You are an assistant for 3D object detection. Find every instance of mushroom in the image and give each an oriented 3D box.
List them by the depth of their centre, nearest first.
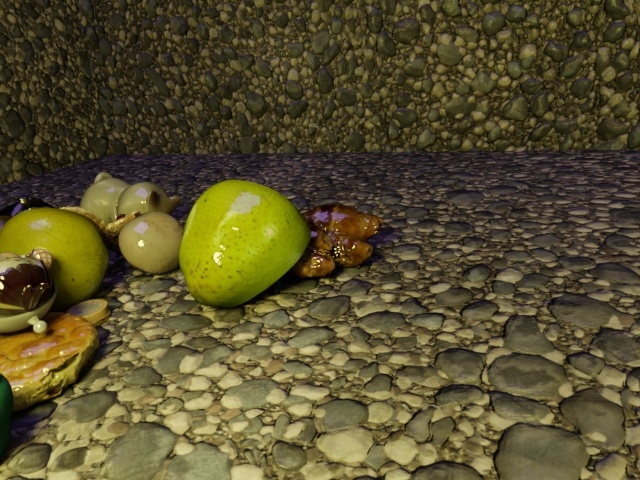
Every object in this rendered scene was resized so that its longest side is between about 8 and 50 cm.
[{"bbox_3d":[-0.518,0.022,1.581,0.206,0.209,0.206,34,17,-12],"label":"mushroom"}]

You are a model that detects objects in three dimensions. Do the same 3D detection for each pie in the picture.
[{"bbox_3d":[-0.639,0.251,1.092,0.340,0.083,0.339,-5,19,2],"label":"pie"}]

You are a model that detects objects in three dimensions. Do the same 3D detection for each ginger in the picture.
[{"bbox_3d":[0.008,-0.005,1.493,0.358,0.152,0.274,-18,23,-25],"label":"ginger"}]

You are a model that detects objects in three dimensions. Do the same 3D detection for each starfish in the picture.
[{"bbox_3d":[-0.705,-0.010,1.602,0.299,0.302,0.060,-11,59,-20],"label":"starfish"}]

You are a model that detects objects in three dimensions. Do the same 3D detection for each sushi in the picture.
[{"bbox_3d":[-1.043,-0.030,1.803,0.219,0.224,0.239,-2,-14,36],"label":"sushi"}]

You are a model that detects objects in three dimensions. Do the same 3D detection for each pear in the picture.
[{"bbox_3d":[-0.241,0.021,1.320,0.343,0.238,0.317,1,51,33],"label":"pear"},{"bbox_3d":[-0.720,0.050,1.389,0.295,0.294,0.294,-6,20,2],"label":"pear"}]

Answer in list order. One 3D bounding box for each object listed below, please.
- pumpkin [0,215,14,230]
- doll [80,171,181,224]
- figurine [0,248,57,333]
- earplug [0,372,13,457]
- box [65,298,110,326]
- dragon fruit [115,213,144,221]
[{"bbox_3d":[-0.946,0.033,1.582,0.325,0.232,0.242,-1,18,5],"label":"pumpkin"},{"bbox_3d":[-0.755,-0.133,2.003,0.371,0.225,0.215,14,-4,23],"label":"doll"},{"bbox_3d":[-0.739,0.098,1.146,0.370,0.167,0.281,15,25,26],"label":"figurine"},{"bbox_3d":[-0.623,0.315,0.807,0.164,0.280,0.257,31,0,29],"label":"earplug"},{"bbox_3d":[-0.594,0.188,1.319,0.106,0.037,0.105,-5,21,2],"label":"box"},{"bbox_3d":[-0.650,-0.028,1.806,0.121,0.127,0.161,-17,22,-2],"label":"dragon fruit"}]
